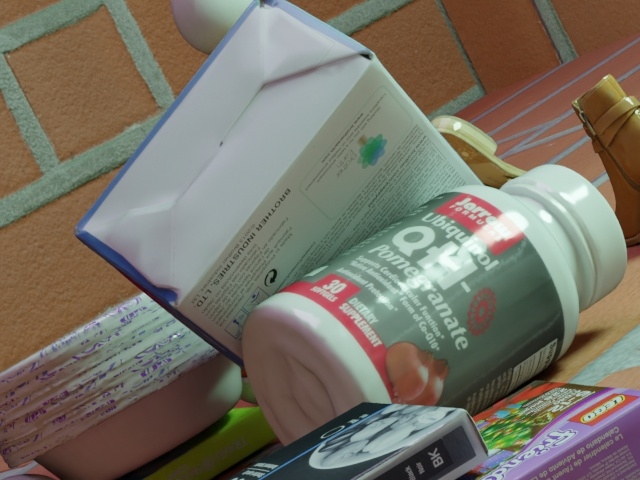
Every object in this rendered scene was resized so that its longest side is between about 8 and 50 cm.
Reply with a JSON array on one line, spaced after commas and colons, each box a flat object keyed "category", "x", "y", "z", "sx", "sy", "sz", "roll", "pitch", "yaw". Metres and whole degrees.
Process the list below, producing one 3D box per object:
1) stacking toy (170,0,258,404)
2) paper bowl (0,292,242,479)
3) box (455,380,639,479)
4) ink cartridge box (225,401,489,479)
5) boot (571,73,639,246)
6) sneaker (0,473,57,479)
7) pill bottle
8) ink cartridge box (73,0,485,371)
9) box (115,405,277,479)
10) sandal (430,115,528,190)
[{"category": "stacking toy", "x": -0.037, "y": -0.094, "z": 2.118, "sx": 0.350, "sy": 0.480, "sz": 0.350, "roll": -27, "pitch": 6, "yaw": 3}, {"category": "paper bowl", "x": -0.193, "y": 0.143, "z": 1.963, "sx": 0.284, "sy": 0.148, "sz": 0.284, "roll": -29, "pitch": 3, "yaw": 1}, {"category": "box", "x": 0.075, "y": 0.188, "z": 1.304, "sx": 0.293, "sy": 0.057, "sz": 0.201, "roll": -29, "pitch": 7, "yaw": -16}, {"category": "ink cartridge box", "x": -0.015, "y": 0.176, "z": 1.315, "sx": 0.208, "sy": 0.045, "sz": 0.206, "roll": -31, "pitch": 7, "yaw": -17}, {"category": "boot", "x": 0.306, "y": -0.083, "z": 2.004, "sx": 0.073, "sy": 0.152, "sz": 0.197, "roll": -42, "pitch": -4, "yaw": -27}, {"category": "sneaker", "x": -0.390, "y": 0.313, "z": 1.913, "sx": 0.321, "sy": 0.125, "sz": 0.180, "roll": -21, "pitch": 7, "yaw": 41}, {"category": "pill bottle", "x": 0.105, "y": 0.061, "z": 1.666, "sx": 0.318, "sy": 0.176, "sz": 0.176, "roll": -31, "pitch": 7, "yaw": -29}, {"category": "ink cartridge box", "x": 0.000, "y": 0.000, "z": 1.772, "sx": 0.151, "sy": 0.395, "sz": 0.270, "roll": 36, "pitch": 86, "yaw": 37}, {"category": "box", "x": -0.141, "y": 0.225, "z": 1.962, "sx": 0.178, "sy": 0.042, "sz": 0.109, "roll": -30, "pitch": 6, "yaw": -24}, {"category": "sandal", "x": 0.200, "y": -0.034, "z": 2.072, "sx": 0.088, "sy": 0.240, "sz": 0.079, "roll": -31, "pitch": 31, "yaw": 57}]
